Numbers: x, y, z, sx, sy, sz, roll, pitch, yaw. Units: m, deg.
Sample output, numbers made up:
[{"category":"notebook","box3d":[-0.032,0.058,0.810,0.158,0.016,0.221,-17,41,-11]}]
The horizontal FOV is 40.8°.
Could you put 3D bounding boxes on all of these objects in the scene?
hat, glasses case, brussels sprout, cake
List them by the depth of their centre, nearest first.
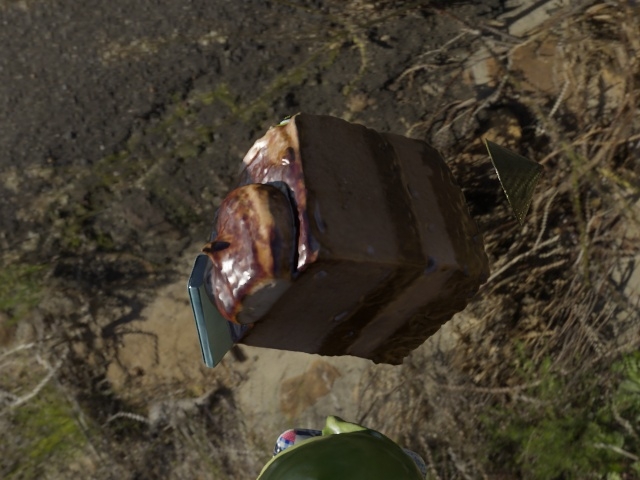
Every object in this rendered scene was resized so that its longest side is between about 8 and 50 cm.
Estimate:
[{"category":"cake","box3d":[0.000,0.000,0.899,0.196,0.293,0.198,-48,45,42]},{"category":"brussels sprout","box3d":[0.034,0.347,0.979,0.227,0.294,0.259,-25,92,55]},{"category":"hat","box3d":[0.305,-0.098,1.294,0.067,0.146,0.146,-21,94,14]},{"category":"glasses case","box3d":[-0.231,0.146,1.796,0.056,0.105,0.266,23,141,23]},{"category":"glasses case","box3d":[0.062,0.479,1.825,0.327,0.076,0.125,11,109,-2]}]

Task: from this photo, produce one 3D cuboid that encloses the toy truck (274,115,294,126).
[{"category":"toy truck","box3d":[-0.068,-0.199,1.713,0.077,0.111,0.076,-19,86,4]}]
